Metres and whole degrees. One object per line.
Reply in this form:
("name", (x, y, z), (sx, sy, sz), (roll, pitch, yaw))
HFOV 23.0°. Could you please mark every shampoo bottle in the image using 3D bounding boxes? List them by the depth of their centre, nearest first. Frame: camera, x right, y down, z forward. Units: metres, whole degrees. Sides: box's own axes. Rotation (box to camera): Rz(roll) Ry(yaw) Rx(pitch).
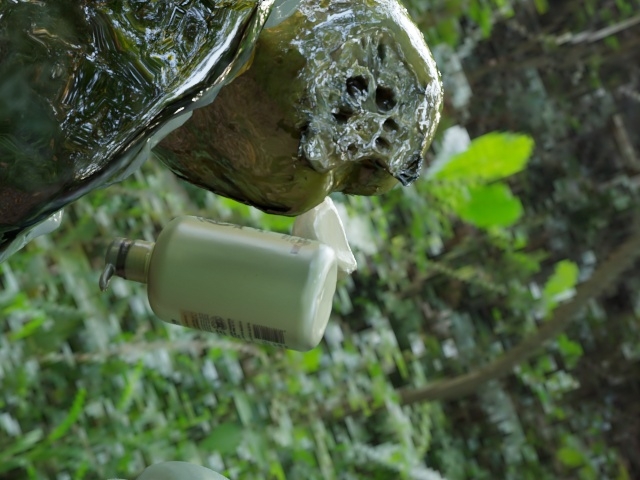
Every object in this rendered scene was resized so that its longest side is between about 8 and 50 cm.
("shampoo bottle", (-0.073, 0.026, 1.112), (0.079, 0.162, 0.079), (12, 90, -79))

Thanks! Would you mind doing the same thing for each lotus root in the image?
("lotus root", (-0.033, -0.107, 0.955), (0.275, 0.152, 0.160), (22, -43, 56))

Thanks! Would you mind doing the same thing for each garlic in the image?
("garlic", (0.001, 0.000, 1.457), (0.053, 0.041, 0.083), (-13, 73, -44))

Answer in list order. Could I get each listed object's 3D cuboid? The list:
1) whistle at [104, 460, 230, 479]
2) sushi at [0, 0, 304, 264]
("whistle", (-0.061, 0.165, 0.748), (0.253, 0.102, 0.105), (15, -57, 58))
("sushi", (-0.061, -0.144, 0.500), (0.171, 0.211, 0.350), (48, 63, -12))
